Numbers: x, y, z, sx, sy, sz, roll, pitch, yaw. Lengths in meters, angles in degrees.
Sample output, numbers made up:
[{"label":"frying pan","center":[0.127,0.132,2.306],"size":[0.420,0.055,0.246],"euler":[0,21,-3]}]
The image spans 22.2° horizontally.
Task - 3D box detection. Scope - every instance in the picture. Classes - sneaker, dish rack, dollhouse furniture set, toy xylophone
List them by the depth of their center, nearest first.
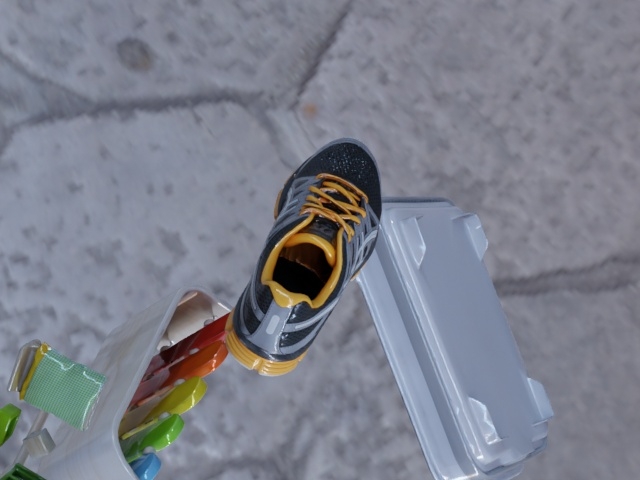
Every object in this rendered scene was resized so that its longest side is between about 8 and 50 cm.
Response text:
[{"label":"sneaker","center":[0.000,0.000,1.204],"size":[0.084,0.215,0.083],"euler":[23,143,-2]},{"label":"dollhouse furniture set","center":[-0.242,0.162,1.357],"size":[0.076,0.058,0.152],"euler":[30,120,8]},{"label":"toy xylophone","center":[-0.206,0.172,1.682],"size":[0.236,0.323,0.081],"euler":[-27,115,40]},{"label":"dish rack","center":[0.146,0.095,1.721],"size":[0.072,0.285,0.333],"euler":[-23,82,22]}]
